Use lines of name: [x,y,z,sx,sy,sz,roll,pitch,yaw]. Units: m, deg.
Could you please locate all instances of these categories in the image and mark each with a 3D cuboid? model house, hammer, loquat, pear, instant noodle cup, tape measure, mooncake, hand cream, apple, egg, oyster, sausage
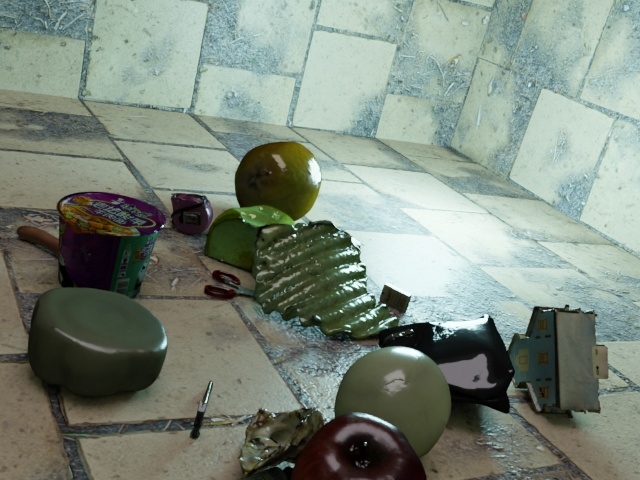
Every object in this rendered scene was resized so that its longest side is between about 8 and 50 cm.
model house: [0.567,0.295,1.981,0.178,0.271,0.206,4,-13,-24]
hammer: [-0.222,0.308,1.557,0.017,0.062,0.182,15,14,-4]
loquat: [-0.132,-0.186,2.592,0.276,0.276,0.284,24,11,21]
pear: [-0.153,-0.010,2.292,0.292,0.159,0.292,14,17,-5]
instant noodle cup: [-0.502,0.019,1.907,0.251,0.190,0.251,13,21,-5]
tape measure: [-0.376,-0.077,2.361,0.125,0.118,0.074,1,20,11]
mooncake: [-0.432,0.198,1.576,0.275,0.135,0.275,17,19,-6]
hand cream: [-0.140,0.420,1.332,0.234,0.050,0.080,-7,30,-38]
apple: [0.057,0.396,1.275,0.234,0.234,0.234,14,20,-5]
egg: [0.139,0.313,1.557,0.219,0.219,0.269,20,25,12]
oyster: [-0.077,0.352,1.381,0.166,0.094,0.294,-19,1,11]
sausage: [-0.680,0.006,2.031,0.186,0.043,0.043,24,22,21]

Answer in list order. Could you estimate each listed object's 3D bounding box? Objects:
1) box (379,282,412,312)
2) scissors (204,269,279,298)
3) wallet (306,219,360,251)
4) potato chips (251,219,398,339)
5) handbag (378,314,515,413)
box: [0.207,0.158,2.253,0.083,0.053,0.024,28,23,28]
scissors: [-0.169,0.138,2.091,0.248,0.017,0.144,17,21,-1]
wallet: [0.000,0.000,2.530,0.182,0.049,0.229,30,26,27]
potato chips: [0.009,0.111,2.109,0.389,0.097,0.373,4,48,-34]
handbag: [0.278,0.281,1.867,0.288,0.152,0.342,4,17,1]
